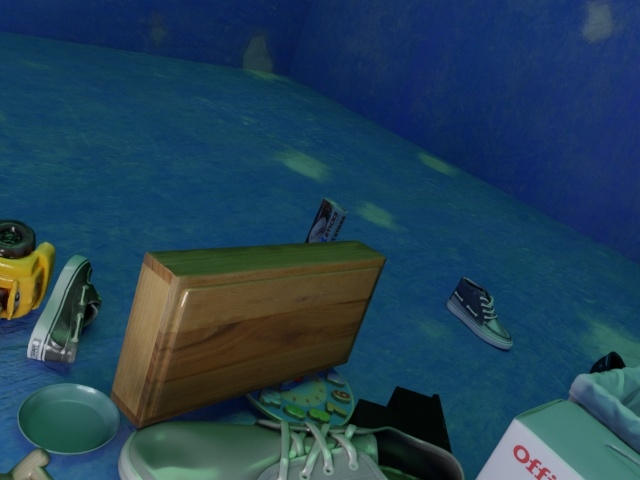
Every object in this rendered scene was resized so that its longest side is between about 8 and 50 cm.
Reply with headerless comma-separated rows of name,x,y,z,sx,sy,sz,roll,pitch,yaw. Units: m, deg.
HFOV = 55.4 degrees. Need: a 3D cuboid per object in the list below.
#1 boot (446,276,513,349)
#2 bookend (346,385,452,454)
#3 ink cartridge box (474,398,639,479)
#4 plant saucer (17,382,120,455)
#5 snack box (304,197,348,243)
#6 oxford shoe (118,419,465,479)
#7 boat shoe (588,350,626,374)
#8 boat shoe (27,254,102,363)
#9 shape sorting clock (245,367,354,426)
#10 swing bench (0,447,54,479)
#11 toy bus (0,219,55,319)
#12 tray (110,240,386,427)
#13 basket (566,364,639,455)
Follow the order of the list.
boot,0.381,0.167,1.424,0.069,0.086,0.190,-3,33,-46
bookend,0.106,0.286,0.927,0.157,0.072,0.156,19,22,-6
ink cartridge box,0.248,0.345,0.652,0.117,0.278,0.201,1,30,-42
plant saucer,-0.310,0.224,0.752,0.119,0.021,0.119,19,23,-9
snack box,0.000,0.000,1.331,0.022,0.178,0.064,0,31,-48
oxford shoe,-0.015,0.281,0.758,0.449,0.130,0.169,15,26,-12
boat shoe,0.637,0.323,1.302,0.109,0.089,0.258,19,23,-7
boat shoe,-0.368,0.102,0.913,0.070,0.078,0.219,15,31,-14
shape sorting clock,-0.039,0.225,0.973,0.206,0.040,0.206,18,23,-8
swing bench,-0.243,0.309,0.391,0.253,0.255,0.165,34,-11,25
toy bus,-0.492,0.068,0.802,0.220,0.149,0.211,18,36,-16
tray,-0.076,0.111,0.864,0.076,0.203,0.411,31,21,35
basket,0.477,0.367,0.806,0.331,0.266,0.328,6,27,-42
